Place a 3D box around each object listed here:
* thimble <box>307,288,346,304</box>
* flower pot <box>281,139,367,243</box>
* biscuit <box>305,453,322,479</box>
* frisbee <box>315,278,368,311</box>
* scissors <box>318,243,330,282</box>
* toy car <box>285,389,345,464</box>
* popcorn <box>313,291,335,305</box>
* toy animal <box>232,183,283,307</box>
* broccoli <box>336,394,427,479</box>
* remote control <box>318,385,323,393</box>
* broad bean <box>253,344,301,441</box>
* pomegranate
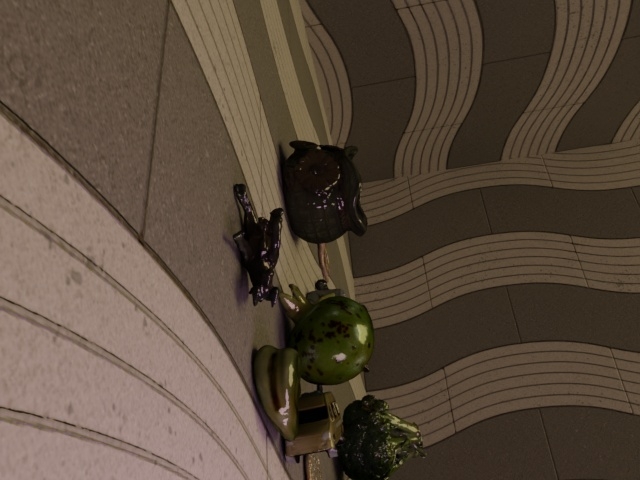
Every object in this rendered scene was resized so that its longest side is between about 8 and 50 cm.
[{"bbox_3d":[0.025,0.213,1.610,0.151,0.118,0.127,-91,172,-50],"label":"thimble"},{"bbox_3d":[0.013,-0.144,1.546,0.302,0.213,0.301,-8,90,-84],"label":"flower pot"},{"bbox_3d":[-0.016,0.535,1.250,0.152,0.020,0.152,-10,90,-84],"label":"biscuit"},{"bbox_3d":[0.052,0.242,1.805,0.012,0.211,0.187,-50,-168,53],"label":"frisbee"},{"bbox_3d":[0.000,0.000,2.081,0.160,0.024,0.317,-77,158,-68],"label":"scissors"},{"bbox_3d":[-0.014,0.376,1.130,0.256,0.101,0.124,63,15,-75],"label":"toy car"},{"bbox_3d":[0.035,0.236,1.413,0.167,0.186,0.187,-64,159,-46],"label":"popcorn"},{"bbox_3d":[-0.110,0.007,0.952,0.232,0.085,0.148,-100,-165,-52],"label":"toy animal"},{"bbox_3d":[0.188,0.658,1.749,0.303,0.284,0.321,-107,-161,-44],"label":"broccoli"},{"bbox_3d":[0.000,0.441,1.538,0.096,0.014,0.039,-91,170,-56],"label":"remote control"},{"bbox_3d":[-0.062,0.273,0.966,0.153,0.073,0.206,-82,164,-47],"label":"broad bean"},{"bbox_3d":[0.006,0.207,1.224,0.263,0.211,0.211,42,0,10],"label":"pomegranate"}]
